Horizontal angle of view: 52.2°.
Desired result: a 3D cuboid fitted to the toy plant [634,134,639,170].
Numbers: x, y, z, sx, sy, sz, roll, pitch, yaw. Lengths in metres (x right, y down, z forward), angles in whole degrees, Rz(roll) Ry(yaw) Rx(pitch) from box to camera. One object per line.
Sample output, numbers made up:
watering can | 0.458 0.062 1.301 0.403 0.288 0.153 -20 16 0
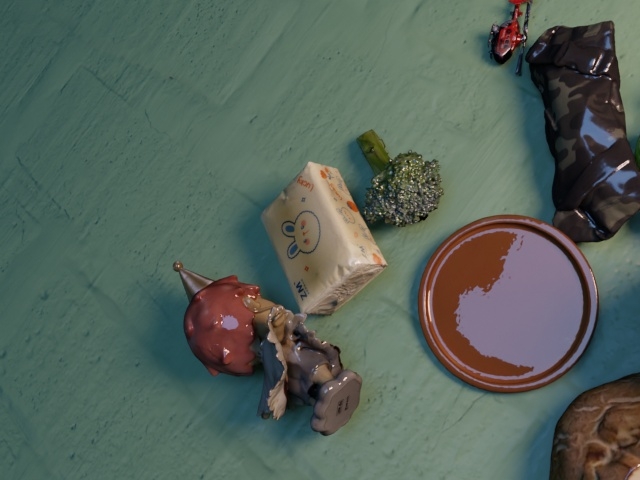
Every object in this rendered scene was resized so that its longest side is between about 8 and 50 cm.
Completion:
toy plant | 0.552 -0.132 0.792 0.315 0.184 0.224 -11 72 31

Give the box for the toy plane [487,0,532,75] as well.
toy plane | 0.307 -0.337 1.047 0.060 0.037 0.145 13 80 24

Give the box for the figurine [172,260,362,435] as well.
figurine | -0.105 0.151 1.020 0.386 0.166 0.207 32 132 35

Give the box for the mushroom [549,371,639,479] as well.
mushroom | 0.371 0.237 0.781 0.286 0.156 0.151 -45 33 1

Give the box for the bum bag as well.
bum bag | 0.372 -0.162 0.918 0.144 0.095 0.341 -26 59 49

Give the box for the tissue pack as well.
tissue pack | 0.000 0.000 1.024 0.148 0.092 0.196 -45 59 32

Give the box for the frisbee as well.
frisbee | 0.257 0.087 0.919 0.250 0.021 0.251 -7 75 27

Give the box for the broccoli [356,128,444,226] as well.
broccoli | 0.107 -0.110 1.033 0.118 0.123 0.204 -8 41 -21
